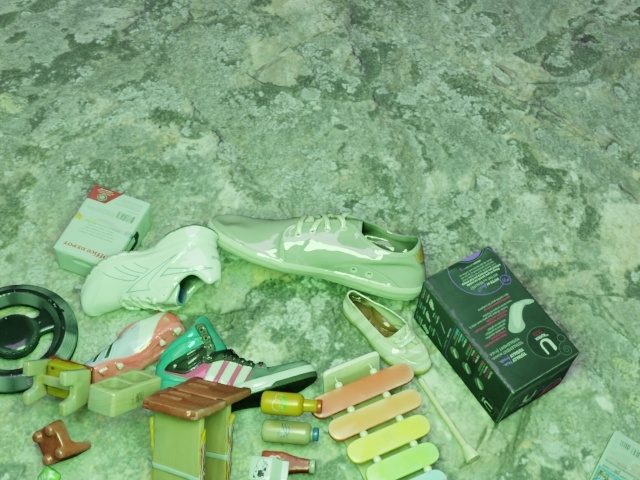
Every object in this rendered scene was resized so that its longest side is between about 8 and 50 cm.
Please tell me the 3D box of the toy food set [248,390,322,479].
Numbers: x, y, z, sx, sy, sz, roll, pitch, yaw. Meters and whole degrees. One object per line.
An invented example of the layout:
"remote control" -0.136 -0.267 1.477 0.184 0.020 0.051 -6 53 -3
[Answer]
"toy food set" -0.057 0.380 1.519 0.104 0.111 0.232 3 60 7

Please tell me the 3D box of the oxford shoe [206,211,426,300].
"oxford shoe" 0.000 0.000 1.768 0.449 0.130 0.169 13 23 1

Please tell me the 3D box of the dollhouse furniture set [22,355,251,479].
"dollhouse furniture set" -0.310 0.319 1.499 0.373 0.202 0.152 9 11 28

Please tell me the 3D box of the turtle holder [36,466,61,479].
"turtle holder" -0.404 0.481 1.344 0.320 0.243 0.227 30 72 11

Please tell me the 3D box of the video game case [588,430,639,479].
"video game case" 0.574 0.466 1.577 0.212 0.023 0.193 31 57 15

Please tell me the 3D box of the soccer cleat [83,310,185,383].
"soccer cleat" -0.363 0.210 1.651 0.248 0.083 0.095 -31 43 -23

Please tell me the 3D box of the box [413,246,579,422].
"box" 0.323 0.175 1.690 0.165 0.143 0.270 -26 61 -20

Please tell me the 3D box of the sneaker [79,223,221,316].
"sneaker" -0.319 0.078 1.679 0.297 0.111 0.129 -25 61 12

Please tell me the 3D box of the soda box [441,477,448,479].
"soda box" 0.165 0.469 1.386 0.083 0.263 0.092 -26 61 -22

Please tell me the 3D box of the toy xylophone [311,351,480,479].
"toy xylophone" 0.139 0.341 1.591 0.236 0.081 0.323 -26 61 -22

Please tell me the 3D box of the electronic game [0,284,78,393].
"electronic game" -0.566 0.179 1.664 0.229 0.048 0.229 4 53 -5

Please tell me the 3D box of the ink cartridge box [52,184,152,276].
"ink cartridge box" -0.433 -0.010 1.799 0.127 0.072 0.175 19 55 8

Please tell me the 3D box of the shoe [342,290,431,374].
"shoe" 0.125 0.175 1.725 0.219 0.058 0.076 39 60 21

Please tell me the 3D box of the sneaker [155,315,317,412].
"sneaker" -0.167 0.219 1.634 0.295 0.124 0.179 -13 66 -13
